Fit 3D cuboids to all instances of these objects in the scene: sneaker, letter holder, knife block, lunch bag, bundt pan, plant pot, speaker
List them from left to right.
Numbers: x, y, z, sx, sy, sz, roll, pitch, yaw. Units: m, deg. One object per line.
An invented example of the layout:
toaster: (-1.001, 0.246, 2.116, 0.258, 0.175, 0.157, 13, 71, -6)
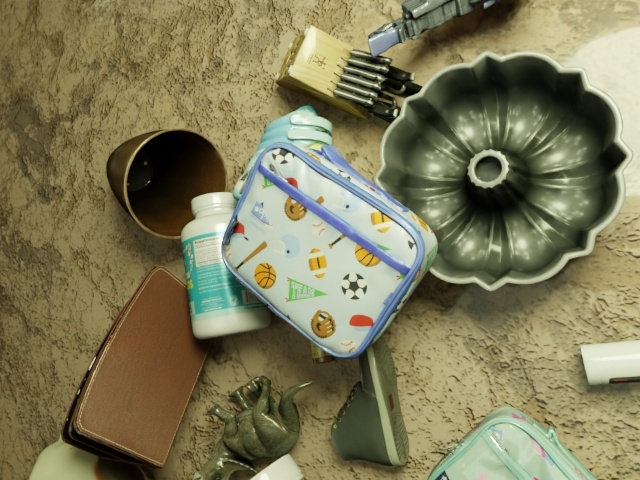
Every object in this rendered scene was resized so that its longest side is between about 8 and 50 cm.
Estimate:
letter holder: (-0.345, 0.219, 0.862, 0.152, 0.214, 0.301, -7, 49, 28)
plant pot: (-0.350, -0.133, 0.988, 0.231, 0.216, 0.215, 19, 95, 42)
lunch bag: (0.000, 0.000, 0.690, 0.303, 0.115, 0.243, 37, 112, 19)
sneaker: (0.014, -0.127, 0.828, 0.319, 0.127, 0.208, 16, 82, 16)
knife block: (0.057, -0.276, 0.848, 0.088, 0.242, 0.275, -65, 18, 8)
sneaker: (0.064, 0.262, 0.789, 0.118, 0.083, 0.221, -14, 81, 27)
bundt pan: (0.255, -0.092, 0.693, 0.331, 0.124, 0.330, -3, 84, 28)
lunch bag: (0.287, 0.381, 0.646, 0.279, 0.108, 0.224, 45, 106, 24)
speaker: (0.421, 0.158, 0.623, 0.136, 0.055, 0.055, -13, 80, 26)

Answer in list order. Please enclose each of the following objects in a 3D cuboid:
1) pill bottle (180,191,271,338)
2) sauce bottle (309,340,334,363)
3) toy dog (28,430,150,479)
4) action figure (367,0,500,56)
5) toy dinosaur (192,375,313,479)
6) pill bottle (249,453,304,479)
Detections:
pill bottle: (-0.183, 0.047, 0.902, 0.146, 0.146, 0.263, -15, 78, 26)
sauce bottle: (-0.003, 0.156, 0.857, 0.042, 0.042, 0.128, -12, 79, 27)
toy dog: (-0.380, 0.553, 0.926, 0.409, 0.284, 0.394, 3, 67, 27)
action figure: (0.179, -0.434, 0.695, 0.342, 0.178, 0.330, -33, 51, -5)
toy dinosaur: (-0.108, 0.341, 0.875, 0.314, 0.121, 0.160, -35, 83, 16)
pill bottle: (-0.014, 0.520, 0.757, 0.176, 0.176, 0.318, -46, 67, 17)
